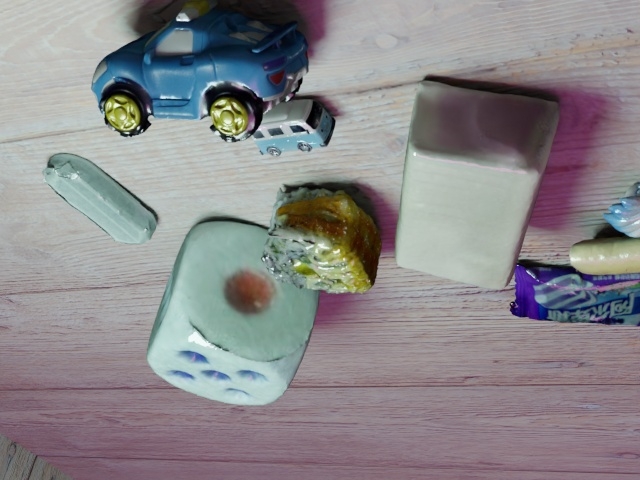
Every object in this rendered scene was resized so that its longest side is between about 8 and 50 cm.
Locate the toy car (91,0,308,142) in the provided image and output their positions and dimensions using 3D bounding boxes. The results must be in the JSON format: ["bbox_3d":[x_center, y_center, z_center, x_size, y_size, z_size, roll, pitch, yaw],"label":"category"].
[{"bbox_3d":[-0.172,-0.243,1.463,0.314,0.198,0.166,5,116,21],"label":"toy car"}]

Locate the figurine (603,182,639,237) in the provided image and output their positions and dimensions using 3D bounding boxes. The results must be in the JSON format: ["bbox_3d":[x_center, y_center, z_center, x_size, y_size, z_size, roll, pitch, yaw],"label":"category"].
[{"bbox_3d":[0.485,-0.044,1.632,0.114,0.079,0.114,-22,164,-7],"label":"figurine"}]

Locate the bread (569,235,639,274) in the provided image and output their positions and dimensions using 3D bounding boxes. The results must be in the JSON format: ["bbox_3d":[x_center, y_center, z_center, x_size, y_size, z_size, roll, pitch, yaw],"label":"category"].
[{"bbox_3d":[0.500,0.021,1.702,0.178,0.060,0.139,-5,179,32],"label":"bread"}]

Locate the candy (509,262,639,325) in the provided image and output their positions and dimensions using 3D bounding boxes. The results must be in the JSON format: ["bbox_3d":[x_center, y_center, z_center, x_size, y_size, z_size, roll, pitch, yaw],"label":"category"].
[{"bbox_3d":[0.466,0.097,1.884,0.275,0.070,0.145,4,140,20],"label":"candy"}]

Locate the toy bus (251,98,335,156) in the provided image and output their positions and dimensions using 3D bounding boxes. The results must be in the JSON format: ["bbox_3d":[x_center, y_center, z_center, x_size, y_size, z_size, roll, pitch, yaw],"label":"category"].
[{"bbox_3d":[-0.047,-0.176,1.632,0.123,0.060,0.075,-4,142,31],"label":"toy bus"}]

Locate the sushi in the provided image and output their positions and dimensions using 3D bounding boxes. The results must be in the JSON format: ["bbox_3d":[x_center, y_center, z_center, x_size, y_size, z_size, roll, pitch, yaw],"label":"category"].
[{"bbox_3d":[0.000,0.000,1.829,0.184,0.139,0.274,3,152,19],"label":"sushi"}]

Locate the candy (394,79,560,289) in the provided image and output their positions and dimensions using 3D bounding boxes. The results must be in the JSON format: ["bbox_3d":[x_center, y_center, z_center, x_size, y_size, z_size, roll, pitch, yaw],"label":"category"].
[{"bbox_3d":[0.225,-0.074,1.610,0.208,0.145,0.359,10,149,5],"label":"candy"}]

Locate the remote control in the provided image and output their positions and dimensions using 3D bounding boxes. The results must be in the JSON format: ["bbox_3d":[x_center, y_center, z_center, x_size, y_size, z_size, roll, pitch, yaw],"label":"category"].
[{"bbox_3d":[-0.403,-0.071,1.961,0.104,0.052,0.247,-15,137,37],"label":"remote control"}]

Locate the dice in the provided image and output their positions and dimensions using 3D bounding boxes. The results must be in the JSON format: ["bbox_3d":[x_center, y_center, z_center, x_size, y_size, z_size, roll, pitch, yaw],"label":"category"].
[{"bbox_3d":[-0.164,0.139,2.005,0.264,0.268,0.262,19,151,-11],"label":"dice"}]
